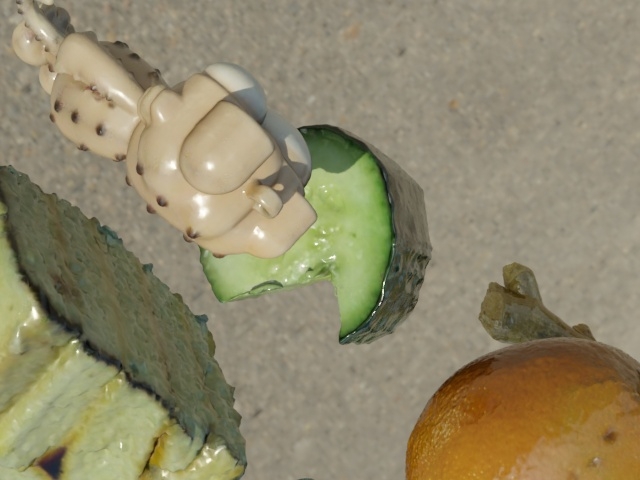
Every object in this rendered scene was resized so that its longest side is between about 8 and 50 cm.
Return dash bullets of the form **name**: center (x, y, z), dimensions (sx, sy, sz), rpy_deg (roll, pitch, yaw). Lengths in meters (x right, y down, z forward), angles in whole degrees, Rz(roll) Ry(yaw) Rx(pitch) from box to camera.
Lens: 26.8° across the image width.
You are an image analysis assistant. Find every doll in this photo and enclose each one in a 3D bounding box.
- **doll**: center (-0.122, -0.091, 0.988), dimensions (0.119, 0.278, 0.154), rpy_deg (-48, 155, -12)

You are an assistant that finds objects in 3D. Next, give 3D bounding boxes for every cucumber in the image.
- **cucumber**: center (-0.001, -0.010, 1.161), dimensions (0.191, 0.191, 0.130), rpy_deg (-46, 161, 6)

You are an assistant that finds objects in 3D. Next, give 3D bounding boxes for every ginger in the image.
- **ginger**: center (0.340, 0.161, 1.867), dimensions (0.118, 0.299, 0.065), rpy_deg (-49, -173, -22)

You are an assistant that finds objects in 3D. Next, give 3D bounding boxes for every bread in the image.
- **bread**: center (-0.284, 0.133, 1.366), dimensions (0.264, 0.239, 0.395), rpy_deg (-31, 134, 15)

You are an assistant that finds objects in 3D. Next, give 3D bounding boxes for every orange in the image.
- **orange**: center (0.165, 0.165, 0.966), dimensions (0.206, 0.206, 0.206), rpy_deg (-29, 146, -22)

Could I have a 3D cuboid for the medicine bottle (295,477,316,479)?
- **medicine bottle**: center (0.007, 0.340, 1.621), dimensions (0.074, 0.074, 0.218), rpy_deg (-40, 153, -4)
